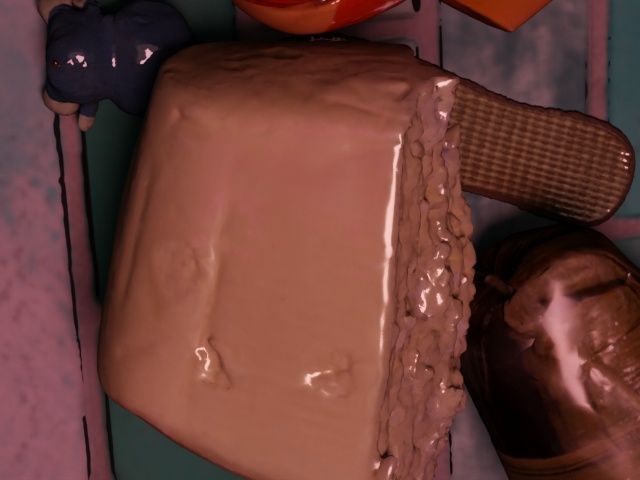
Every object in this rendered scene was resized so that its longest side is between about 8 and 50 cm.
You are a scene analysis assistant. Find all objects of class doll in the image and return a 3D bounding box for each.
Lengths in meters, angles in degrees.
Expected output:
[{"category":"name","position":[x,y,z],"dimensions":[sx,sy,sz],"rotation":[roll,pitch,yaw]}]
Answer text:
[{"category":"doll","position":[-0.108,-0.093,0.953],"dimensions":[0.083,0.050,0.076],"rotation":[-1,111,-11]}]

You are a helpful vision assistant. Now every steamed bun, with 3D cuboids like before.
[{"category":"steamed bun","position":[0.000,0.000,0.932],"dimensions":[0.200,0.170,0.226],"rotation":[19,108,16]}]

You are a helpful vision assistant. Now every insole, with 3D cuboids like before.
[{"category":"insole","position":[0.061,-0.061,1.011],"dimensions":[0.253,0.005,0.086],"rotation":[12,105,-13]}]

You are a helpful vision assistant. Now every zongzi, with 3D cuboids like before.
[{"category":"zongzi","position":[0.238,0.081,1.030],"dimensions":[0.288,0.134,0.286],"rotation":[-31,105,-13]}]

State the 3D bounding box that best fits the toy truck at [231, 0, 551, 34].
[{"category":"toy truck","position":[0.031,-0.222,0.870],"dimensions":[0.239,0.189,0.265],"rotation":[-12,109,-15]}]
